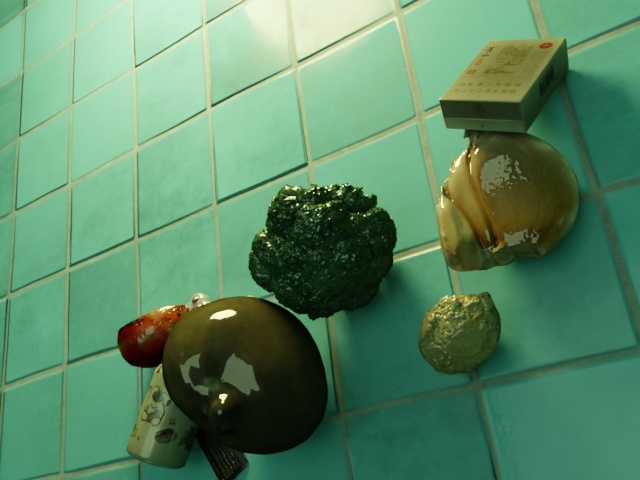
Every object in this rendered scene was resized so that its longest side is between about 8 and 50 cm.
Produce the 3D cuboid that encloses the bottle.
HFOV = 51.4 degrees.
[{"bbox_3d":[-0.277,0.299,1.282,0.121,0.120,0.253,9,77,36],"label":"bottle"}]

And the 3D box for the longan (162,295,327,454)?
[{"bbox_3d":[-0.126,0.230,1.126,0.300,0.300,0.243,36,119,37],"label":"longan"}]

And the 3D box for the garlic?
[{"bbox_3d":[0.290,-0.066,1.044,0.218,0.110,0.227,-10,70,21],"label":"garlic"}]

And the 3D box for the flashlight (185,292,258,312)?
[{"bbox_3d":[-0.201,0.147,1.341,0.201,0.048,0.093,-8,72,33],"label":"flashlight"}]

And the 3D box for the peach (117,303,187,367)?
[{"bbox_3d":[-0.334,0.205,1.365,0.172,0.127,0.092,-28,66,22],"label":"peach"}]

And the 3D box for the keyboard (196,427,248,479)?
[{"bbox_3d":[-0.210,0.377,1.293,0.074,0.015,0.196,-47,55,12],"label":"keyboard"}]

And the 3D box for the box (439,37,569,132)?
[{"bbox_3d":[0.297,-0.251,1.064,0.141,0.058,0.201,9,46,35],"label":"box"}]

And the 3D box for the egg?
[{"bbox_3d":[0.215,0.140,1.017,0.140,0.118,0.116,-44,49,0],"label":"egg"}]

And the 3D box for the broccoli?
[{"bbox_3d":[0.000,0.000,1.157,0.270,0.270,0.270,-37,28,19],"label":"broccoli"}]
